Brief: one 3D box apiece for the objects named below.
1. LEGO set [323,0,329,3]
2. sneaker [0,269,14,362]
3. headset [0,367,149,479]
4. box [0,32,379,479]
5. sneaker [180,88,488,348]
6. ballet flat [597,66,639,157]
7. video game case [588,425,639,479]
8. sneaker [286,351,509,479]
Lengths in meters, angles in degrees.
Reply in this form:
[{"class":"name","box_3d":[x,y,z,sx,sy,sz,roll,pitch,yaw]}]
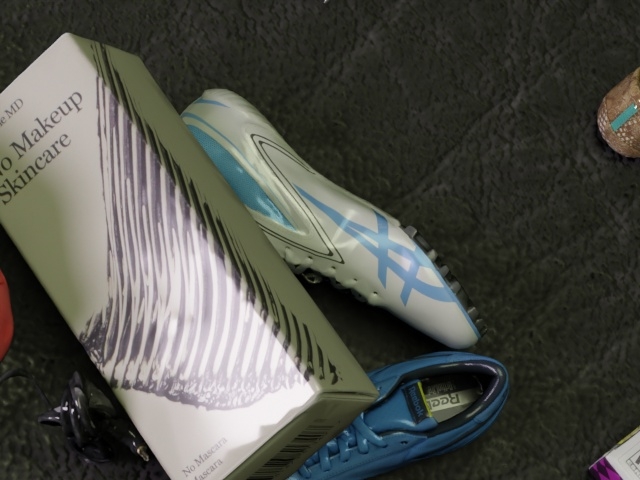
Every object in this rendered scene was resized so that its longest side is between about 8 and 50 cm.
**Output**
[{"class":"LEGO set","box_3d":[0.012,-0.193,1.364,0.083,0.023,0.054,-17,75,-19]},{"class":"sneaker","box_3d":[-0.267,-0.044,1.108,0.097,0.135,0.276,-31,76,-6]},{"class":"headset","box_3d":[-0.245,0.237,1.107,0.243,0.185,0.394,37,81,6]},{"class":"box","box_3d":[-0.094,0.017,1.179,0.113,0.094,0.275,-43,70,14]},{"class":"sneaker","box_3d":[0.000,0.000,1.265,0.237,0.085,0.086,36,87,2]},{"class":"ballet flat","box_3d":[0.285,-0.118,1.378,0.206,0.067,0.073,-31,79,-22]},{"class":"video game case","box_3d":[0.323,0.175,1.293,0.210,0.042,0.232,-36,82,-22]},{"class":"sneaker","box_3d":[0.019,0.114,1.222,0.209,0.082,0.069,-18,77,-17]}]
